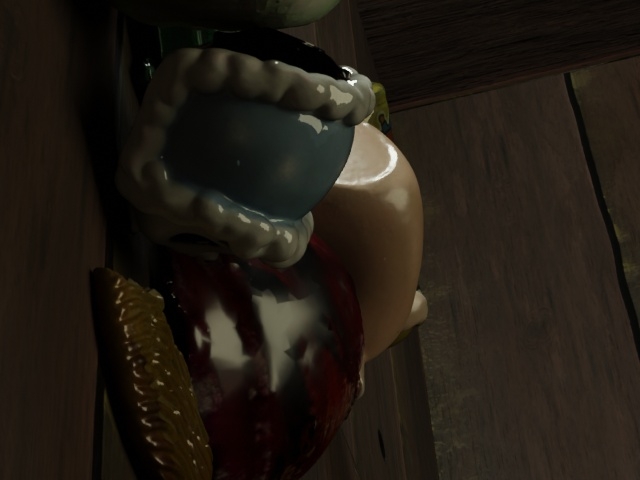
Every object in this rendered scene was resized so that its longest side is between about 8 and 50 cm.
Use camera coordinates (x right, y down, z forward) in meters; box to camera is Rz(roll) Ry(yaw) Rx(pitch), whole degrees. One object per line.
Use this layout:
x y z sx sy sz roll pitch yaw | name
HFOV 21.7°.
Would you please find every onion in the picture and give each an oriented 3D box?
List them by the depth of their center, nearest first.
-0.041 0.101 1.517 0.280 0.146 0.314 -71 152 -70 | onion

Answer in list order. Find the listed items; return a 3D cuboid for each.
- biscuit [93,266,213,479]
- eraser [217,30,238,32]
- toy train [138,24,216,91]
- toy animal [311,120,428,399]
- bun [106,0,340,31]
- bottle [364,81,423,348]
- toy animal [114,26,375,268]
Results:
-0.121 0.120 1.294 0.228 0.031 0.176 59 21 -65 | biscuit
-0.133 -0.305 1.783 0.095 0.052 0.225 -82 156 -54 | eraser
-0.129 -0.189 1.571 0.132 0.083 0.200 82 2 -76 | toy train
-0.001 0.003 1.703 0.195 0.213 0.256 -47 147 -50 | toy animal
-0.116 -0.275 1.423 0.293 0.187 0.293 36 30 -25 | bun
0.039 -0.023 2.206 0.171 0.172 0.351 -73 150 -75 | bottle
-0.056 -0.072 1.363 0.204 0.156 0.208 -67 165 11 | toy animal
